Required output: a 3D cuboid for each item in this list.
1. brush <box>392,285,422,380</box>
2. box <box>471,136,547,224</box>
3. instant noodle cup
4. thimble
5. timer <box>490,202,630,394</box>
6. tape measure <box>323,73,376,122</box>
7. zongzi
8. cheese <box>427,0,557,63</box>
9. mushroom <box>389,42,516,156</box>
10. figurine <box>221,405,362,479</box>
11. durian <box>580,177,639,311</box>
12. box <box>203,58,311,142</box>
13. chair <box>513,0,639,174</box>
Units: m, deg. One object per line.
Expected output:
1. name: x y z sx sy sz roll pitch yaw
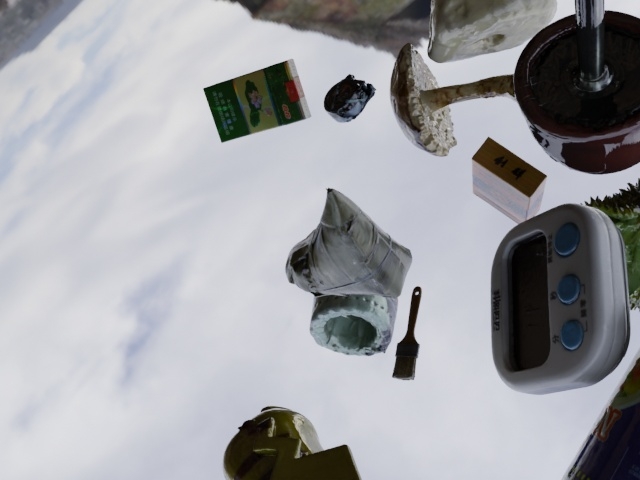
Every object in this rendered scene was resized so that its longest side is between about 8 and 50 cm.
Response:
1. brush: 0.155 0.157 1.420 0.043 0.014 0.170 -2 -117 31
2. box: 0.407 -0.122 1.806 0.070 0.152 0.237 -52 162 -3
3. instant noodle cup: 0.485 0.251 1.068 0.284 0.284 0.313 27 -86 62
4. thimble: 0.078 0.187 2.105 0.237 0.237 0.150 -24 -142 36
5. timer: 0.342 0.086 1.194 0.237 0.087 0.262 145 -48 -61
6. tape measure: 0.052 -0.276 1.612 0.094 0.054 0.091 -49 -139 -2
7. zongzi: 0.000 0.000 1.511 0.250 0.274 0.125 -6 -127 38
8. cheese: 0.326 -0.481 1.589 0.174 0.247 0.252 96 -10 -73
9. mushroom: 0.281 -0.267 1.637 0.301 0.208 0.233 16 -149 16
10. figurine: -0.019 0.375 1.231 0.218 0.169 0.326 -50 -128 0
11. durian: 0.502 0.005 1.254 0.176 0.200 0.237 -17 -174 -11
12. box: -0.141 -0.303 1.812 0.235 0.132 0.034 -10 -166 31
13. chair: 0.335 -0.269 1.027 0.226 0.401 0.227 -8 -118 16
